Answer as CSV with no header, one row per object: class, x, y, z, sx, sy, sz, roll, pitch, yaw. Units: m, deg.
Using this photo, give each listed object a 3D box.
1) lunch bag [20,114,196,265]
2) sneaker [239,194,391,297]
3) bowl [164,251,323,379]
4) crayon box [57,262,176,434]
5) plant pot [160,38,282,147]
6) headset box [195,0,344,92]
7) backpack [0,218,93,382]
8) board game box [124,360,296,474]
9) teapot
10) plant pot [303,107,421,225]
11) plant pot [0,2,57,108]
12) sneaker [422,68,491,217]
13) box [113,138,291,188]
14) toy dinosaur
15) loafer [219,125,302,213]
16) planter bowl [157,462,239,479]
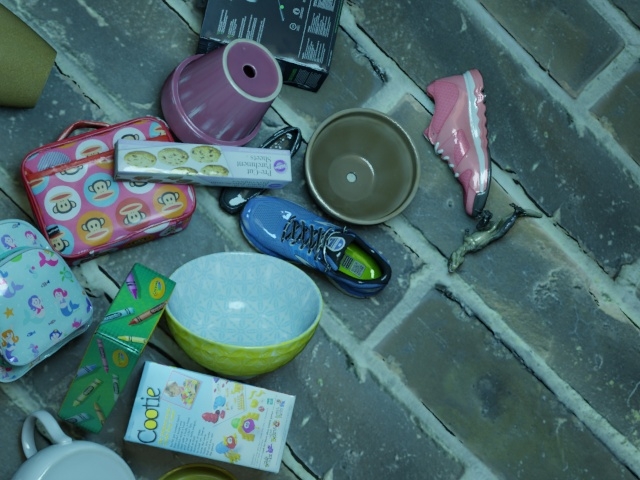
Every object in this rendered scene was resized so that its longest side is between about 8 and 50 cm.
lunch bag,-0.401,-0.110,1.550,0.293,0.120,0.258,-21,82,-18
sneaker,0.000,0.000,1.597,0.330,0.147,0.129,26,74,-10
bowl,-0.147,0.163,1.519,0.290,0.289,0.156,0,123,-13
crayon box,-0.349,0.188,1.401,0.081,0.278,0.165,28,42,-8
plant pot,-0.173,-0.283,1.560,0.201,0.180,0.201,15,64,-33
headset box,-0.106,-0.464,1.665,0.283,0.131,0.246,13,78,-10
backpack,-0.533,0.094,1.402,0.225,0.191,0.253,-38,104,-42
board game box,-0.204,0.320,1.503,0.276,0.142,0.144,16,78,-10
teapot,-0.449,0.462,1.410,0.252,0.187,0.256,46,49,-26
plant pot,0.074,-0.139,1.662,0.238,0.110,0.237,2,80,-13
plant pot,-0.625,-0.347,1.498,0.255,0.237,0.237,22,76,-24
sneaker,0.288,-0.200,1.740,0.136,0.116,0.313,-4,84,10
box,-0.216,-0.139,1.517,0.324,0.063,0.067,2,77,-20
toy dinosaur,0.366,-0.030,1.712,0.268,0.118,0.064,-28,64,-17
loafer,-0.119,-0.146,1.635,0.076,0.078,0.223,42,74,-3
planter bowl,-0.223,0.520,1.493,0.217,0.090,0.217,2,80,-12
